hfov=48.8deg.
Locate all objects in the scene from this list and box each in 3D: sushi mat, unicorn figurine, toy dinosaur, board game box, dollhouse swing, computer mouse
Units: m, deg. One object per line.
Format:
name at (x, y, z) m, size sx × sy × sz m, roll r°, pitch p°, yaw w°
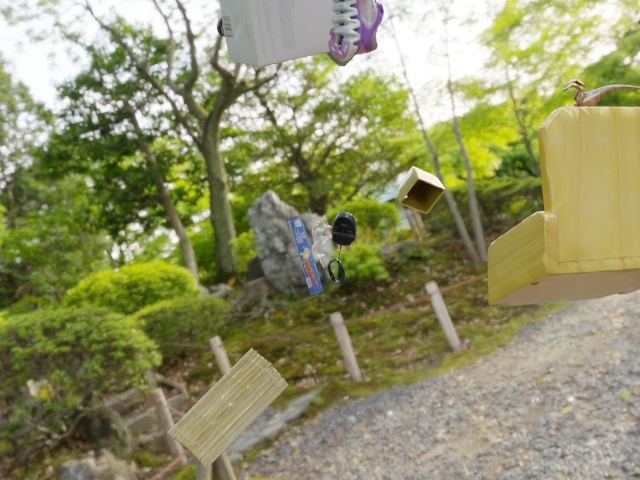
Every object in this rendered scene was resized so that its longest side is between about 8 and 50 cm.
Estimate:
sushi mat at (-0.244, 0.449, 1.898) m, size 0.316 × 0.151 × 0.019 m, roll -44°, pitch 11°, yaw -13°
unicorn figurine at (0.000, 0.000, 2.520) m, size 0.060 × 0.162 × 0.111 m, roll 0°, pitch 29°, yaw 44°
toy dinosaur at (0.613, -0.323, 1.621) m, size 0.211 × 0.112 × 0.064 m, roll -39°, pitch 6°, yaw 4°
board game box at (-0.038, 0.043, 1.881) m, size 0.035 × 0.201 × 0.136 m, roll -17°, pitch -3°, yaw -1°
dollhouse swing at (0.519, -0.060, 1.408) m, size 0.347 × 0.305 × 0.315 m, roll -4°, pitch -18°, yaw -17°
computer mouse at (0.062, 0.021, 2.057) m, size 0.071 × 0.242 × 0.041 m, roll 13°, pitch 31°, yaw 7°

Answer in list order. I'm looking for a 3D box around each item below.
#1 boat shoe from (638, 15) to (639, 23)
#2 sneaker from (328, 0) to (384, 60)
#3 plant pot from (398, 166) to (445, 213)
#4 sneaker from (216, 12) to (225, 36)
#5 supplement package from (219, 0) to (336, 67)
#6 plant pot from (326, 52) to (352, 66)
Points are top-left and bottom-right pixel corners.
boat shoe at (0.843, -0.555, 1.759) m, size 0.049 × 0.056 × 0.152 m, roll -56°, pitch 11°, yaw -2°
sneaker at (0.081, -0.484, 1.429) m, size 0.104 × 0.236 × 0.095 m, roll -6°, pitch 18°, yaw -30°
plant pot at (0.232, -0.128, 1.673) m, size 0.081 × 0.083 × 0.081 m, roll 19°, pitch -56°, yaw -24°
sneaker at (-0.204, -0.680, 2.149) m, size 0.271 × 0.108 × 0.100 m, roll -16°, pitch -20°, yaw 27°
supplement package at (-0.064, -0.526, 1.647) m, size 0.293 × 0.177 × 0.175 m, roll -19°, pitch 26°, yaw -25°
plant pot at (0.037, -0.615, 2.027) m, size 0.165 × 0.166 × 0.234 m, roll -46°, pitch -21°, yaw 2°
